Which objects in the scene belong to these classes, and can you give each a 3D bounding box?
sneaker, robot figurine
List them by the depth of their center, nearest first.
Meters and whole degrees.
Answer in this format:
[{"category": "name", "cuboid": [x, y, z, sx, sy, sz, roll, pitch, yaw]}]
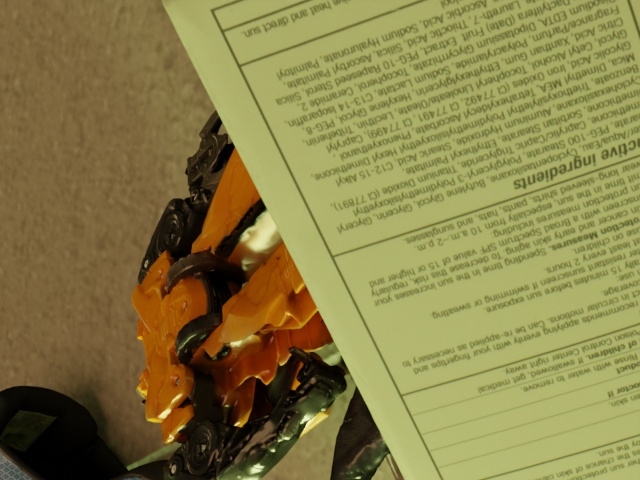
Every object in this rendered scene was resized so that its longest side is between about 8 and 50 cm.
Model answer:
[{"category": "robot figurine", "cuboid": [0.000, 0.000, 0.817, 0.291, 0.085, 0.211, -48, 38, 35]}, {"category": "sneaker", "cuboid": [-0.198, 0.158, 1.031, 0.330, 0.130, 0.147, 6, 91, 32]}]

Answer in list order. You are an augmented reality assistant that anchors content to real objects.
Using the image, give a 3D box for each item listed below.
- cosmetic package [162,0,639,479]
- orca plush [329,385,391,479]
[{"category": "cosmetic package", "cuboid": [0.076, -0.015, 0.625, 0.160, 0.113, 0.309, -18, 124, 12]}, {"category": "orca plush", "cuboid": [0.127, 0.139, 0.759, 0.287, 0.151, 0.102, 2, 131, 37]}]
